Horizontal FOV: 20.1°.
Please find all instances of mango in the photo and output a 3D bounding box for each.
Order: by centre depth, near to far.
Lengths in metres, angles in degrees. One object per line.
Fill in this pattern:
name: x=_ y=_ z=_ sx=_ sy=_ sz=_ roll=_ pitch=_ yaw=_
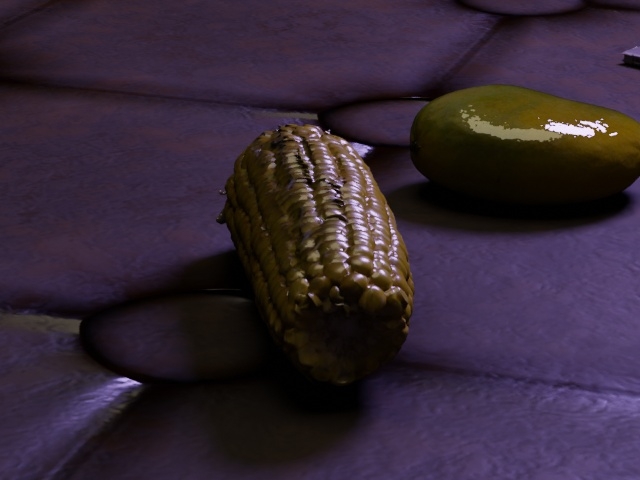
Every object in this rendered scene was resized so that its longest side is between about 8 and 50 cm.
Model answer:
mango: x=0.165 y=-0.075 z=1.416 sx=0.191 sy=0.085 sz=0.122 roll=4 pitch=18 yaw=11

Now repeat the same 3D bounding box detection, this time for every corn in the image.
corn: x=0.000 y=0.000 z=1.189 sx=0.115 sy=0.115 sz=0.318 roll=-3 pitch=21 yaw=-9

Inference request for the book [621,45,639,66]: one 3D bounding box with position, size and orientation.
book: x=0.408 y=-0.175 z=1.785 sx=0.127 sy=0.014 sz=0.182 roll=-19 pitch=29 yaw=-40
